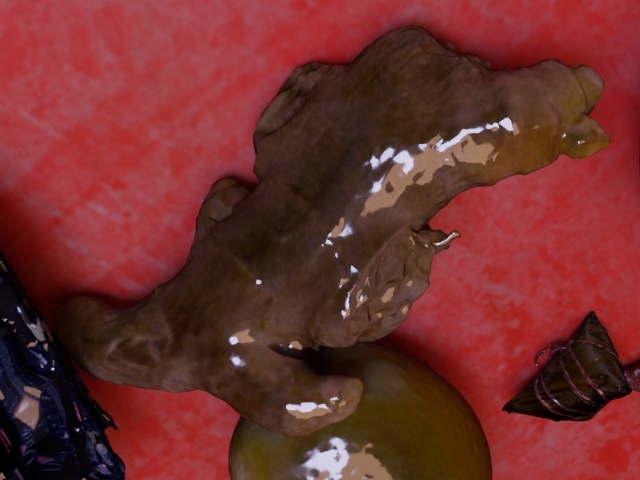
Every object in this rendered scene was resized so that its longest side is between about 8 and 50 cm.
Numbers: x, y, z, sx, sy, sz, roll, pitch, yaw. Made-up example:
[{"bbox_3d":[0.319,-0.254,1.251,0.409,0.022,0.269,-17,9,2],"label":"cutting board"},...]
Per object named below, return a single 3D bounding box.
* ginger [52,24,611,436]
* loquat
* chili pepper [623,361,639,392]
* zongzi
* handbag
[{"bbox_3d":[0.002,-0.001,0.607,0.333,0.166,0.080,-40,156,6],"label":"ginger"},{"bbox_3d":[0.031,0.146,0.686,0.152,0.152,0.195,-37,109,11],"label":"loquat"},{"bbox_3d":[0.275,0.077,0.745,0.153,0.041,0.050,-15,77,-1],"label":"chili pepper"},{"bbox_3d":[0.157,0.099,0.732,0.074,0.067,0.083,-5,136,-14],"label":"zongzi"},{"bbox_3d":[-0.214,0.075,0.609,0.162,0.113,0.260,-2,126,32],"label":"handbag"}]
